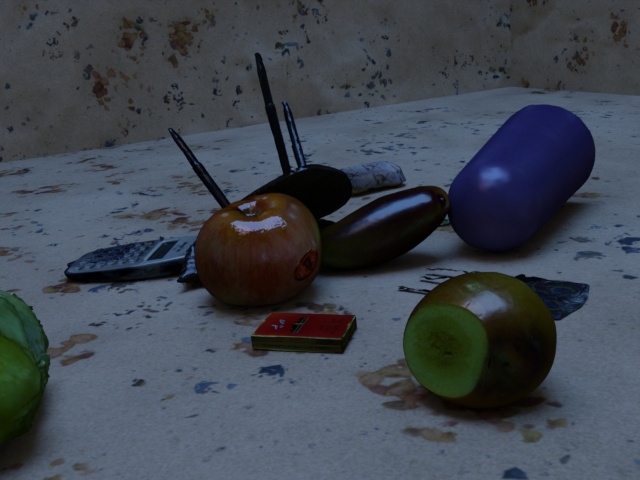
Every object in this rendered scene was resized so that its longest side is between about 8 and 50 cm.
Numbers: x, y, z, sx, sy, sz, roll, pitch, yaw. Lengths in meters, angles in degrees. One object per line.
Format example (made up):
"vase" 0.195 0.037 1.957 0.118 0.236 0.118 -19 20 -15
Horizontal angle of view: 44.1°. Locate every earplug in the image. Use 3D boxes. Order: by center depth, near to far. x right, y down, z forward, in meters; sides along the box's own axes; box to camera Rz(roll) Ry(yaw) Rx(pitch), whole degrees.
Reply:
"earplug" 0.379 -0.115 1.520 0.215 0.215 0.456 4 22 29

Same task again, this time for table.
"table" -0.104 -0.165 1.499 0.317 0.249 0.317 -21 -14 -6

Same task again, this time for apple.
"apple" 0.184 0.112 0.898 0.163 0.146 0.147 -9 21 -20
"apple" -0.097 0.014 1.277 0.209 0.164 0.209 -6 19 2

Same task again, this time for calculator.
"calculator" -0.357 0.033 1.508 0.268 0.040 0.177 -3 16 8

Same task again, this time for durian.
"durian" -0.449 0.133 0.922 0.256 0.204 0.340 2 14 -19

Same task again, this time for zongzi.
"zongzi" -0.224 0.057 1.371 0.073 0.067 0.083 -10 33 -39

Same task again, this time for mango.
"mango" 0.104 -0.017 1.395 0.267 0.111 0.133 -23 15 1

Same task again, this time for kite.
"kite" 0.266 0.073 1.228 0.285 0.015 0.152 6 19 32

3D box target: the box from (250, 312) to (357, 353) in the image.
"box" -0.021 0.129 1.114 0.133 0.023 0.090 1 15 17

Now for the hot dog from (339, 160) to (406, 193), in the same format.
"hot dog" 0.122 -0.156 1.976 0.191 0.059 0.108 -10 30 -30

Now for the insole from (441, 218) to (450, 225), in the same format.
"insole" 0.173 -0.035 1.639 0.193 0.006 0.065 -3 17 9

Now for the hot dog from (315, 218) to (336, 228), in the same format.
"hot dog" 0.010 -0.023 1.596 0.058 0.035 0.083 -16 18 -33

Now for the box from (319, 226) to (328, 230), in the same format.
"box" 0.000 0.000 1.514 0.218 0.039 0.055 -6 15 -4
